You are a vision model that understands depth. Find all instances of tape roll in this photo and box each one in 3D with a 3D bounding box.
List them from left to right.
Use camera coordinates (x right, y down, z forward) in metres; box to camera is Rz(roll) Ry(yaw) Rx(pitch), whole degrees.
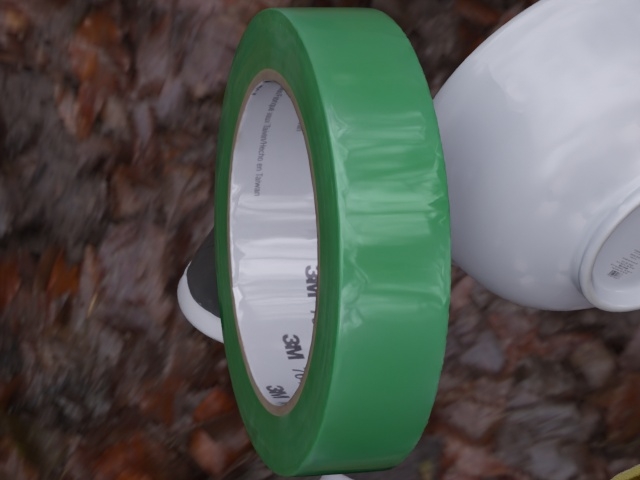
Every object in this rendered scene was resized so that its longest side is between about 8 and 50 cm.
[{"bbox_3d":[0.000,0.000,1.319,0.077,0.321,0.321,-1,76,-16],"label":"tape roll"}]

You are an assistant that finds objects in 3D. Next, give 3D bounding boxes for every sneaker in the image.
[{"bbox_3d":[-0.042,-0.024,1.601,0.104,0.296,0.147,19,115,0],"label":"sneaker"}]

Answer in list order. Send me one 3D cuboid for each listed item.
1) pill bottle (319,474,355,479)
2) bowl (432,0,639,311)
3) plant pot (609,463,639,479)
[{"bbox_3d":[0.005,0.333,1.742,0.124,0.124,0.221,31,81,-4],"label":"pill bottle"},{"bbox_3d":[0.216,-0.044,1.375,0.298,0.298,0.134,-20,52,-17],"label":"bowl"},{"bbox_3d":[0.153,0.111,0.641,0.083,0.081,0.081,0,72,-14],"label":"plant pot"}]
